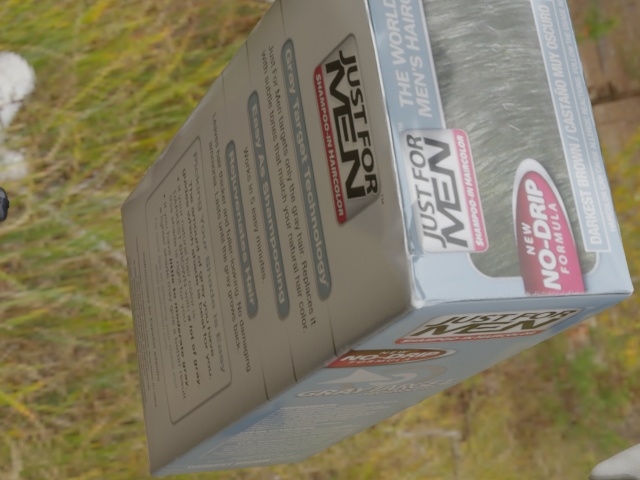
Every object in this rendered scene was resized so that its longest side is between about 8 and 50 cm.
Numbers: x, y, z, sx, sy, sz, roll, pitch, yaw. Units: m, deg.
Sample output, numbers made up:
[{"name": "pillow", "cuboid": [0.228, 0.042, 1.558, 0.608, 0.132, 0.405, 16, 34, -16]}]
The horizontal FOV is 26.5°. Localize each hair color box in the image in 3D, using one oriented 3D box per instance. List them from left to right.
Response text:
[{"name": "hair color box", "cuboid": [0.000, 0.000, 0.737, 0.113, 0.374, 0.185, -1, 71, -24]}]

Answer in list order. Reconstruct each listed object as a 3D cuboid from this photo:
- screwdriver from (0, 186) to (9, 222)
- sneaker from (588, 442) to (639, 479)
[{"name": "screwdriver", "cuboid": [-0.245, -0.017, 0.691, 0.024, 0.169, 0.025, -116, -149, -56]}, {"name": "sneaker", "cuboid": [0.257, 0.223, 0.804, 0.297, 0.129, 0.111, -112, -171, -57]}]
